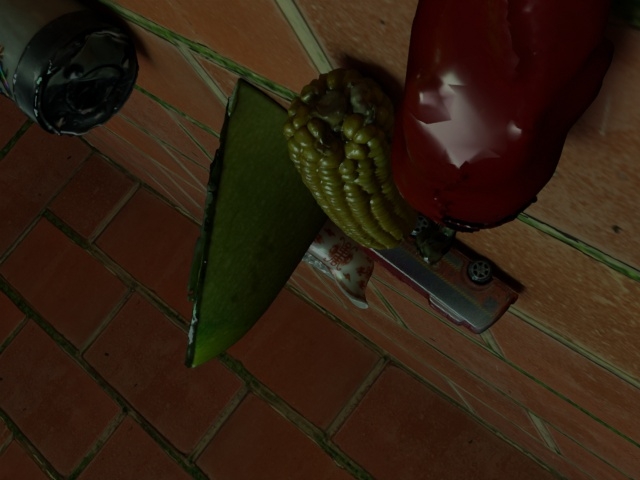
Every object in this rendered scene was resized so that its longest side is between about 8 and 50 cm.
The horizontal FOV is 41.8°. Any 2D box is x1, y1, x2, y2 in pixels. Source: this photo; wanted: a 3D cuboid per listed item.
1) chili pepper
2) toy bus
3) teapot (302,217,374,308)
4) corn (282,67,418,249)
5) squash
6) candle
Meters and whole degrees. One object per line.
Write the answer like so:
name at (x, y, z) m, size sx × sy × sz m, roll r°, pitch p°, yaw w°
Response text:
chili pepper at (0.092, -0.084, 0.466) m, size 0.110 × 0.110 × 0.387 m, roll 36°, pitch 166°, yaw 14°
toy bus at (0.133, 0.033, 0.975) m, size 0.192 × 0.077 × 0.065 m, roll 37°, pitch 174°, yaw 13°
teapot at (0.000, 0.000, 1.259) m, size 0.245 × 0.116 × 0.159 m, roll 29°, pitch 180°, yaw 35°
corn at (0.040, -0.057, 0.811) m, size 0.102 × 0.102 × 0.313 m, roll 35°, pitch 170°, yaw 23°
squash at (-0.128, -0.007, 1.070) m, size 0.210 × 0.309 × 0.233 m, roll 40°, pitch 172°, yaw -8°
candle at (-0.429, -0.298, 1.222) m, size 0.330 × 0.187 × 0.187 m, roll 37°, pitch 172°, yaw 20°
